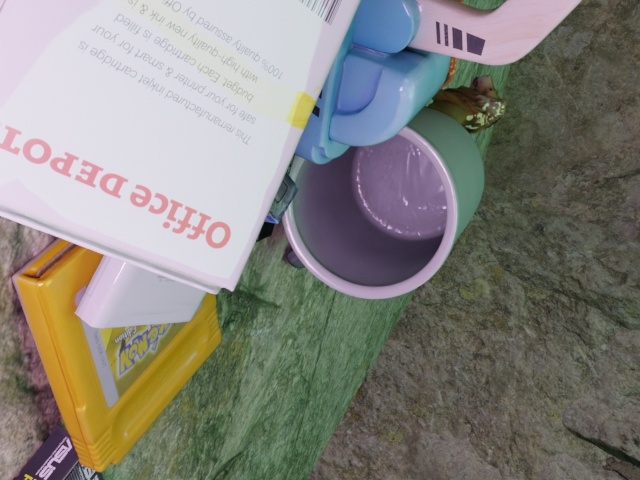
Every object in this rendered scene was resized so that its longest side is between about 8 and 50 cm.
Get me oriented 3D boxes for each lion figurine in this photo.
[{"bbox_3d":[0.279,-0.287,1.921,0.392,0.240,0.142,-47,155,-48],"label":"lion figurine"}]

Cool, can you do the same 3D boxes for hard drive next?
[{"bbox_3d":[-0.140,-0.042,0.940,0.308,0.040,0.203,-61,159,9],"label":"hard drive"}]

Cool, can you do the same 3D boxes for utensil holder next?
[{"bbox_3d":[0.145,-0.097,1.602,0.385,0.327,0.328,-33,143,-65],"label":"utensil holder"}]

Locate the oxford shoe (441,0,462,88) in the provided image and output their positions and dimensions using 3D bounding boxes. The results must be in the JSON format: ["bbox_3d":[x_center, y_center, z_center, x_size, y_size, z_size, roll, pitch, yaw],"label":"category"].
[{"bbox_3d":[0.236,-0.517,1.764,0.133,0.129,0.364,-105,-162,-59],"label":"oxford shoe"}]

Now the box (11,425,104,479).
[{"bbox_3d":[-0.371,0.407,1.086,0.216,0.060,0.270,-53,159,-39],"label":"box"}]

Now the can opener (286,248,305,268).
[{"bbox_3d":[0.000,0.000,1.761,0.095,0.076,0.283,-38,173,18],"label":"can opener"}]

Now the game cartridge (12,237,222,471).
[{"bbox_3d":[-0.230,0.093,1.031,0.285,0.052,0.324,-51,145,-44],"label":"game cartridge"}]

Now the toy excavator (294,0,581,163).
[{"bbox_3d":[0.118,-0.265,1.058,0.222,0.445,0.433,-50,157,-48],"label":"toy excavator"}]

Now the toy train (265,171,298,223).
[{"bbox_3d":[-0.112,-0.099,1.088,0.184,0.105,0.080,53,56,-43],"label":"toy train"}]

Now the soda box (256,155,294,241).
[{"bbox_3d":[-0.091,-0.087,1.332,0.060,0.053,0.169,-27,137,-65],"label":"soda box"}]

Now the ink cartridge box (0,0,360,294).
[{"bbox_3d":[-0.138,-0.185,0.671,0.279,0.160,0.385,27,86,-44],"label":"ink cartridge box"}]
